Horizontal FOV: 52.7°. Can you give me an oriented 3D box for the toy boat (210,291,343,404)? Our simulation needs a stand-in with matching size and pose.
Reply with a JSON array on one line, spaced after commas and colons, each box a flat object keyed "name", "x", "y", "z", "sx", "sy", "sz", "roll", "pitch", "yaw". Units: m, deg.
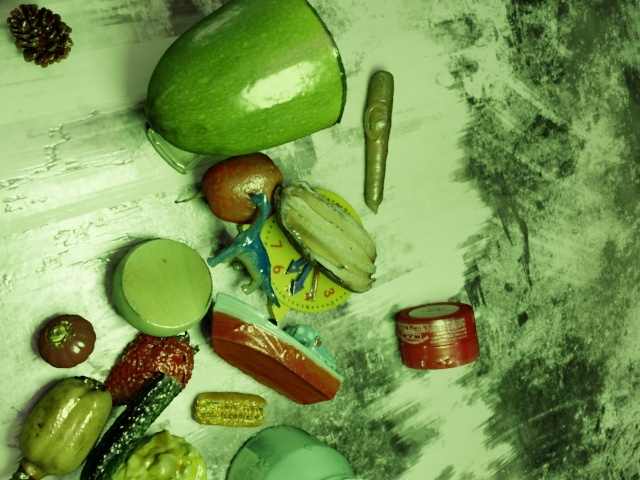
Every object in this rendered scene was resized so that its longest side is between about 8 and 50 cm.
[{"name": "toy boat", "x": -0.097, "y": 0.214, "z": 1.353, "sx": 0.332, "sy": 0.145, "sz": 0.133, "roll": 38, "pitch": 49, "yaw": -28}]

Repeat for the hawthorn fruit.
[{"name": "hawthorn fruit", "x": -0.179, "y": -0.101, "z": 1.291, "sx": 0.204, "sy": 0.163, "sz": 0.162, "roll": -9, "pitch": 94, "yaw": -23}]

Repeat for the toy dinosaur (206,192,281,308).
[{"name": "toy dinosaur", "x": -0.109, "y": 0.028, "z": 1.292, "sx": 0.247, "sy": 0.188, "sz": 0.075, "roll": 47, "pitch": 26, "yaw": -28}]

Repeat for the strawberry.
[{"name": "strawberry", "x": -0.318, "y": 0.249, "z": 1.247, "sx": 0.192, "sy": 0.085, "sz": 0.140, "roll": -2, "pitch": 93, "yaw": -29}]

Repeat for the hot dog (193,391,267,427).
[{"name": "hot dog", "x": -0.188, "y": 0.352, "z": 1.346, "sx": 0.165, "sy": 0.045, "sz": 0.071, "roll": 13, "pitch": 85, "yaw": -31}]

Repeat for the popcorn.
[{"name": "popcorn", "x": -0.303, "y": 0.455, "z": 1.199, "sx": 0.188, "sy": 0.185, "sz": 0.167, "roll": -29, "pitch": 91, "yaw": 7}]

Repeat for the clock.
[{"name": "clock", "x": -0.016, "y": 0.024, "z": 1.435, "sx": 0.294, "sy": 0.071, "sz": 0.277, "roll": -31, "pitch": 106, "yaw": -27}]

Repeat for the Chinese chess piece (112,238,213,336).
[{"name": "Chinese chess piece", "x": -0.300, "y": 0.090, "z": 1.237, "sx": 0.189, "sy": 0.083, "sz": 0.188, "roll": 11, "pitch": 67, "yaw": -27}]

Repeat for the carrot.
[{"name": "carrot", "x": 0.135, "y": -0.232, "z": 1.532, "sx": 0.070, "sy": 0.070, "sz": 0.342, "roll": 5, "pitch": 89, "yaw": -31}]

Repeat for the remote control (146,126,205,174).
[{"name": "remote control", "x": -0.224, "y": -0.265, "z": 1.334, "sx": 0.123, "sy": 0.038, "sz": 0.285, "roll": 49, "pitch": 69, "yaw": -20}]

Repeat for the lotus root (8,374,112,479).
[{"name": "lotus root", "x": -0.459, "y": 0.341, "z": 1.143, "sx": 0.125, "sy": 0.118, "sz": 0.220, "roll": 29, "pitch": 76, "yaw": 6}]

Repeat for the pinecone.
[{"name": "pinecone", "x": -0.496, "y": -0.362, "z": 1.131, "sx": 0.109, "sy": 0.102, "sz": 0.102, "roll": 37, "pitch": 69, "yaw": -58}]

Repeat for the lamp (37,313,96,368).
[{"name": "lamp", "x": -0.455, "y": 0.181, "z": 1.160, "sx": 0.101, "sy": 0.090, "sz": 0.101, "roll": -2, "pitch": 60, "yaw": 3}]

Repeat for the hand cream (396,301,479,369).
[{"name": "hand cream", "x": 0.279, "y": 0.225, "z": 1.546, "sx": 0.193, "sy": 0.193, "sz": 0.125, "roll": -11, "pitch": 97, "yaw": -31}]

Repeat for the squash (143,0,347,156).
[{"name": "squash", "x": -0.160, "y": -0.276, "z": 1.181, "sx": 0.309, "sy": 0.310, "sz": 0.310, "roll": -35, "pitch": 107, "yaw": -22}]

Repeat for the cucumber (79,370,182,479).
[{"name": "cucumber", "x": -0.347, "y": 0.342, "z": 1.153, "sx": 0.067, "sy": 0.067, "sz": 0.245, "roll": 47, "pitch": 73, "yaw": -22}]

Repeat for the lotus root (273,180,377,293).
[{"name": "lotus root", "x": -0.001, "y": 0.000, "z": 1.347, "sx": 0.329, "sy": 0.078, "sz": 0.167, "roll": 40, "pitch": 48, "yaw": -38}]

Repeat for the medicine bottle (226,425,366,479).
[{"name": "medicine bottle", "x": -0.027, "y": 0.527, "z": 1.301, "sx": 0.245, "sy": 0.290, "sz": 0.244, "roll": 0, "pitch": 91, "yaw": -31}]
